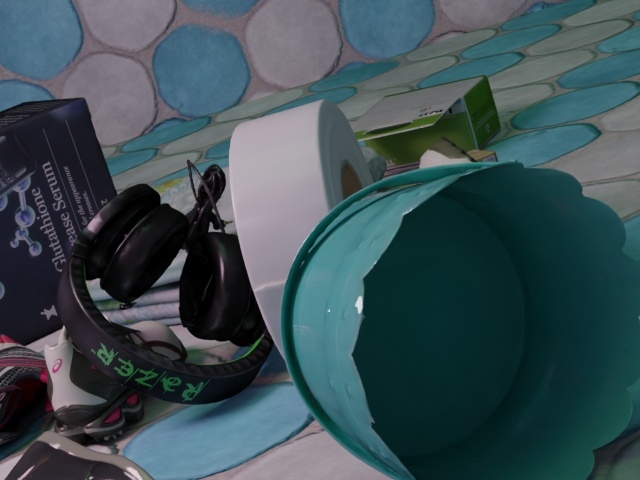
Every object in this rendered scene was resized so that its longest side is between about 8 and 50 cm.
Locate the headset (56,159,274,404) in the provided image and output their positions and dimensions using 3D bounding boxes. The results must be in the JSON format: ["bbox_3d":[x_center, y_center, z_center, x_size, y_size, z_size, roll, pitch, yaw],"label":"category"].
[{"bbox_3d":[-0.166,0.047,1.832,0.394,0.243,0.185,-76,13,-52],"label":"headset"}]

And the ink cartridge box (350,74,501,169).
[{"bbox_3d":[0.148,-0.163,2.506,0.189,0.097,0.255,-10,18,28],"label":"ink cartridge box"}]

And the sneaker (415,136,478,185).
[{"bbox_3d":[0.165,0.022,1.796,0.182,0.158,0.410,-49,16,5],"label":"sneaker"}]

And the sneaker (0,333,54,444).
[{"bbox_3d":[-0.412,0.200,1.780,0.112,0.121,0.299,18,39,33],"label":"sneaker"}]

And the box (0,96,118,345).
[{"bbox_3d":[-0.492,0.000,2.267,0.395,0.293,0.212,-26,16,-29],"label":"box"}]

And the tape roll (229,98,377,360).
[{"bbox_3d":[0.000,0.000,1.680,0.100,0.286,0.286,-14,14,12],"label":"tape roll"}]

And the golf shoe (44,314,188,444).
[{"bbox_3d":[-0.230,0.128,1.816,0.105,0.120,0.273,-16,13,16],"label":"golf shoe"}]

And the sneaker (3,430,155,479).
[{"bbox_3d":[-0.218,0.254,1.445,0.222,0.083,0.118,9,49,48],"label":"sneaker"}]

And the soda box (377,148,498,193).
[{"bbox_3d":[0.159,-0.067,2.199,0.181,0.058,0.061,-22,15,-20],"label":"soda box"}]

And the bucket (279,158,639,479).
[{"bbox_3d":[0.111,0.073,1.318,0.281,0.281,0.183,-24,9,-22],"label":"bucket"}]

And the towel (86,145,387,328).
[{"bbox_3d":[-0.129,-0.010,2.157,0.374,0.090,0.320,-9,29,32],"label":"towel"}]
